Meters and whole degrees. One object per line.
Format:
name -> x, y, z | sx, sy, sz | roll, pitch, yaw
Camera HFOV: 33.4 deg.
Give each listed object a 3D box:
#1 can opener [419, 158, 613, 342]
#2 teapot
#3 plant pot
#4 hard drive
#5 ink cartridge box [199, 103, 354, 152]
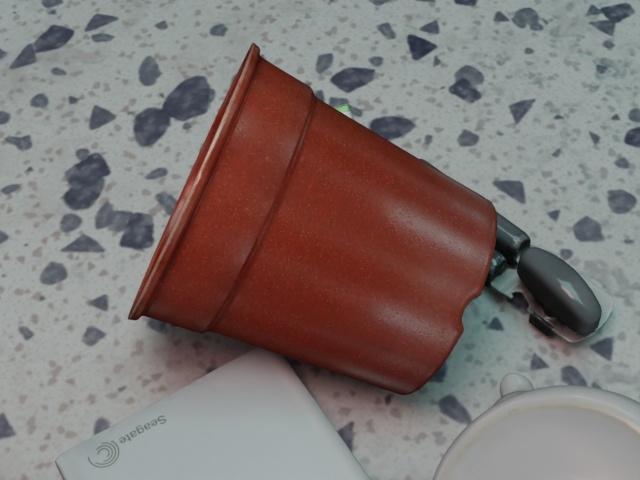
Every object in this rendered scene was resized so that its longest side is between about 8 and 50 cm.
can opener -> 0.183, 0.002, 1.102 | 0.074, 0.093, 0.280 | -38, 58, -23
teapot -> 0.219, 0.247, 0.869 | 0.252, 0.187, 0.256 | 11, 79, 29
plant pot -> 0.000, 0.000, 0.981 | 0.265, 0.272, 0.272 | 25, 55, -9
hard drive -> -0.048, 0.276, 0.922 | 0.233, 0.047, 0.353 | -27, 58, -18
ink cartridge box -> -0.015, -0.013, 1.131 | 0.171, 0.056, 0.235 | -16, 80, -11
